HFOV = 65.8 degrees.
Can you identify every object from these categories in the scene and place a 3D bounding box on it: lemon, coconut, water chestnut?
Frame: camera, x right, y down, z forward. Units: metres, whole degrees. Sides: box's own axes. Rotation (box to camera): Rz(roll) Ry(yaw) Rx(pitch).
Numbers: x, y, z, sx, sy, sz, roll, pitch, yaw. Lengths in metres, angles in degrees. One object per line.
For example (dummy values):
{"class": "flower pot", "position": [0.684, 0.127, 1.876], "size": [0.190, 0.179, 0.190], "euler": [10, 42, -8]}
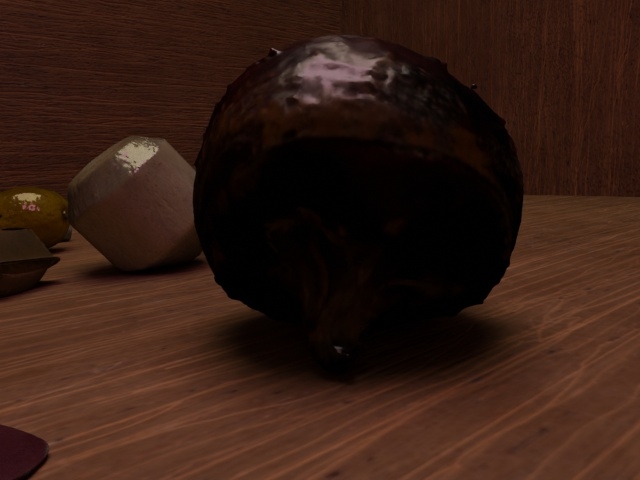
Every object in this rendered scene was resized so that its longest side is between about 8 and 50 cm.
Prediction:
{"class": "lemon", "position": [-0.712, -0.047, 1.185], "size": [0.208, 0.169, 0.170], "euler": [-11, 11, -20]}
{"class": "coconut", "position": [-0.328, -0.057, 0.947], "size": [0.237, 0.266, 0.237], "euler": [-34, 26, 19]}
{"class": "water chestnut", "position": [0.035, -0.014, 0.502], "size": [0.351, 0.350, 0.302], "euler": [-1, 50, 5]}

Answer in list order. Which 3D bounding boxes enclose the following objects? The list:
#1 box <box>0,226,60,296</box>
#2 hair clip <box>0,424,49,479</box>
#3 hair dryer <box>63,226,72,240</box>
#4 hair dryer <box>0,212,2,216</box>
{"class": "box", "position": [-0.507, 0.040, 0.783], "size": [0.111, 0.111, 0.177], "euler": [0, 4, 14]}
{"class": "hair clip", "position": [-0.241, 0.132, 0.307], "size": [0.137, 0.022, 0.054], "euler": [-1, 5, 10]}
{"class": "hair dryer", "position": [-0.833, -0.022, 1.403], "size": [0.229, 0.092, 0.267], "euler": [2, -4, -27]}
{"class": "hair dryer", "position": [-0.636, 0.005, 0.851], "size": [0.195, 0.053, 0.220], "euler": [-46, 20, -17]}
